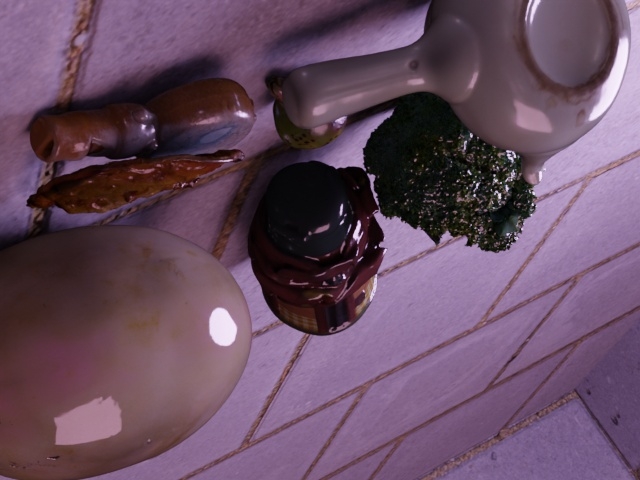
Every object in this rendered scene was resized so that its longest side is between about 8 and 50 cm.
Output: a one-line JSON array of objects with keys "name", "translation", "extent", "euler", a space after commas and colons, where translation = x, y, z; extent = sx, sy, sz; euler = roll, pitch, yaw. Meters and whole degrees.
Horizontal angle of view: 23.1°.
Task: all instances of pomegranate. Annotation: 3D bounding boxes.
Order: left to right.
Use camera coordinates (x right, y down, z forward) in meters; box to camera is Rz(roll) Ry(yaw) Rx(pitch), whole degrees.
[{"name": "pomegranate", "translation": [-0.010, -0.125, 1.434], "extent": [0.073, 0.073, 0.084], "euler": [-30, 141, -14]}]

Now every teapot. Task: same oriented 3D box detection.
[{"name": "teapot", "translation": [0.133, -0.184, 1.411], "extent": [0.318, 0.220, 0.149], "euler": [12, 172, -32]}]

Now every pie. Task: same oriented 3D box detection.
[{"name": "pie", "translation": [-0.160, -0.049, 1.283], "extent": [0.191, 0.033, 0.088], "euler": [-13, 168, 5]}]

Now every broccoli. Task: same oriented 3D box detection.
[{"name": "broccoli", "translation": [0.139, -0.080, 1.600], "extent": [0.195, 0.195, 0.156], "euler": [-33, 153, -3]}]

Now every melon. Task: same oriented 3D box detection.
[{"name": "melon", "translation": [-0.209, 0.099, 1.408], "extent": [0.317, 0.223, 0.223], "euler": [-17, 155, -41]}]

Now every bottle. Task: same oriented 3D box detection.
[{"name": "bottle", "translation": [0.000, 0.000, 1.648], "extent": [0.156, 0.143, 0.271], "euler": [-62, 168, -18]}]

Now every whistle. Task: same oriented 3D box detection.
[{"name": "whistle", "translation": [-0.141, -0.096, 1.299], "extent": [0.220, 0.057, 0.107], "euler": [-11, 165, -41]}]
